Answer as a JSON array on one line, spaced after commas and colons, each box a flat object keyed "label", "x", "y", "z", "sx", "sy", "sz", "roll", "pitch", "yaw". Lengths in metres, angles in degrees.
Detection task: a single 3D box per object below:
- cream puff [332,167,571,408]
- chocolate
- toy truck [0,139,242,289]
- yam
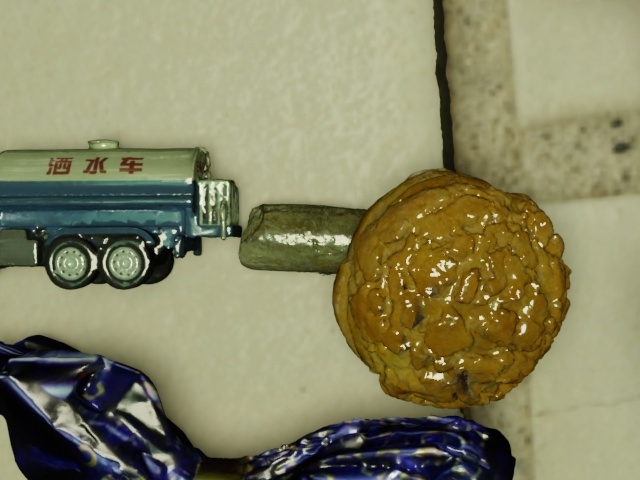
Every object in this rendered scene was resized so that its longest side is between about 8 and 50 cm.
[{"label": "cream puff", "x": 0.076, "y": 0.031, "z": 0.611, "sx": 0.126, "sy": 0.103, "sz": 0.144, "roll": -18, "pitch": 123, "yaw": -16}, {"label": "chocolate", "x": -0.068, "y": 0.137, "z": 0.642, "sx": 0.343, "sy": 0.148, "sz": 0.126, "roll": 11, "pitch": 66, "yaw": 10}, {"label": "toy truck", "x": -0.150, "y": -0.016, "z": 0.656, "sx": 0.202, "sy": 0.074, "sz": 0.088, "roll": 0, "pitch": 92, "yaw": 4}, {"label": "yam", "x": 0.000, "y": 0.000, "z": 0.663, "sx": 0.094, "sy": 0.043, "sz": 0.043, "roll": 5, "pitch": 97, "yaw": 3}]
